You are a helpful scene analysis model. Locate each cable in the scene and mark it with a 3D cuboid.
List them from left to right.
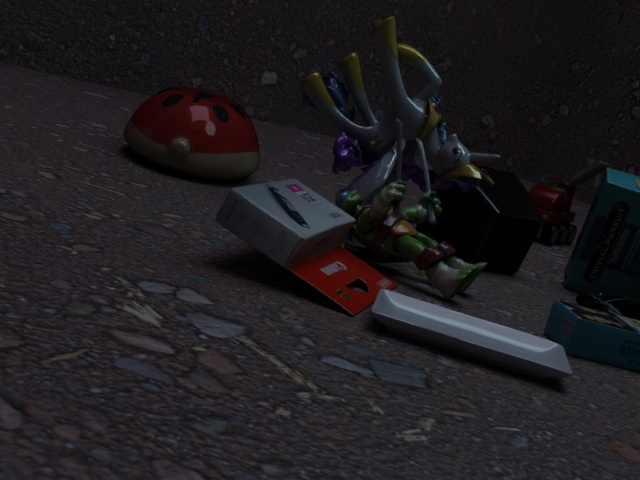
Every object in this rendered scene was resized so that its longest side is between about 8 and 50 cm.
[{"bbox_3d":[0.564,0.129,1.772,0.150,0.047,0.184,12,12,-18],"label":"cable"}]

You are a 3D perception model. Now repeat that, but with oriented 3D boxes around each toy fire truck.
[{"bbox_3d":[0.649,-0.114,2.566,0.158,0.246,0.217,22,13,32],"label":"toy fire truck"}]

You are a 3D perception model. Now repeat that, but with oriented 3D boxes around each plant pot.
[{"bbox_3d":[0.333,-0.033,1.934,0.187,0.188,0.167,9,25,-33],"label":"plant pot"}]

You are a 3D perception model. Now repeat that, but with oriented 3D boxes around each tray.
[{"bbox_3d":[0.199,0.131,1.292,0.270,0.030,0.145,17,10,6],"label":"tray"}]

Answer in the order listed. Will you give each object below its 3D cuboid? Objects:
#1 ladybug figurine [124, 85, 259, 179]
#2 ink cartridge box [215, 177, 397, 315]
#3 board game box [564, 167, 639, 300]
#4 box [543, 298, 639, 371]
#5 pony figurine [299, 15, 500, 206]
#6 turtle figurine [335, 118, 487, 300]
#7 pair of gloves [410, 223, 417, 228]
[{"bbox_3d":[-0.273,-0.245,2.123,0.305,0.162,0.449,15,11,-6],"label":"ladybug figurine"},{"bbox_3d":[0.000,0.000,1.424,0.239,0.060,0.275,33,15,11],"label":"ink cartridge box"},{"bbox_3d":[0.691,0.023,1.909,0.336,0.254,0.079,18,31,6],"label":"board game box"},{"bbox_3d":[0.479,0.158,1.474,0.244,0.060,0.100,14,11,-10],"label":"box"},{"bbox_3d":[0.122,-0.191,1.847,0.363,0.351,0.303,57,24,0],"label":"pony figurine"},{"bbox_3d":[0.171,-0.046,1.594,0.266,0.274,0.198,42,-15,14],"label":"turtle figurine"},{"bbox_3d":[0.229,-0.024,2.119,0.159,0.023,0.198,19,11,25],"label":"pair of gloves"}]
